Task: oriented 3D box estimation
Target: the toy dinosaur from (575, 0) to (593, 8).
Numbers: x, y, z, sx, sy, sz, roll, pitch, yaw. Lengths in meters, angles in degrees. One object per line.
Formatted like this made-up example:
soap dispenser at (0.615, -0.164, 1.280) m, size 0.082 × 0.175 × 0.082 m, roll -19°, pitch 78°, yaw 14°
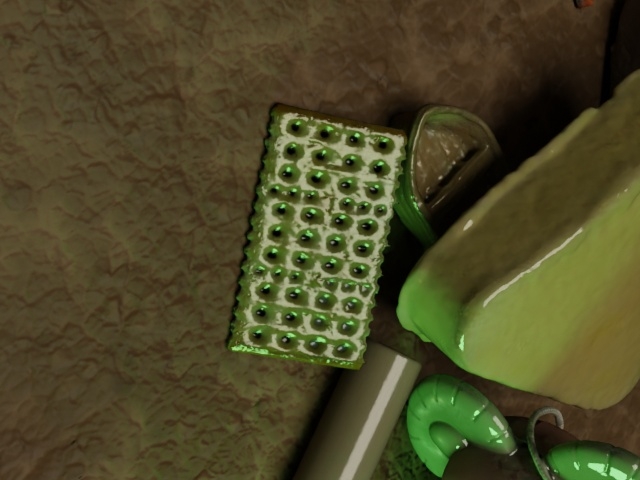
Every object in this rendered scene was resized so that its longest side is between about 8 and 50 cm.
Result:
toy dinosaur at (0.320, -0.386, 1.162) m, size 0.101 × 0.055 × 0.279 m, roll -5°, pitch 106°, yaw -26°

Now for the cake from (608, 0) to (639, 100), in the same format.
cake at (0.472, -0.137, 1.222) m, size 0.237 × 0.230 × 0.308 m, roll -8°, pitch 106°, yaw -33°

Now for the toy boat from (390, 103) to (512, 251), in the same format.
toy boat at (0.124, -0.060, 1.089) m, size 0.116 × 0.061 × 0.188 m, roll -44°, pitch 123°, yaw -18°

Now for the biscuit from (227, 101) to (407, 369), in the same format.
biscuit at (0.000, 0.000, 1.011) m, size 0.139 × 0.016 × 0.231 m, roll 10°, pitch 95°, yaw -14°

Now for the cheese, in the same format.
cheese at (0.235, 0.030, 1.088) m, size 0.384 × 0.104 × 0.384 m, roll -25°, pitch 134°, yaw -28°

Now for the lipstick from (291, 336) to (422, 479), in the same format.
lipstick at (0.016, 0.222, 1.072) m, size 0.070 × 0.070 × 0.254 m, roll 30°, pitch 83°, yaw -37°

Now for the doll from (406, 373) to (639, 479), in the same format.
doll at (0.220, 0.251, 1.126) m, size 0.216 × 0.284 × 0.268 m, roll -47°, pitch 147°, yaw -36°
